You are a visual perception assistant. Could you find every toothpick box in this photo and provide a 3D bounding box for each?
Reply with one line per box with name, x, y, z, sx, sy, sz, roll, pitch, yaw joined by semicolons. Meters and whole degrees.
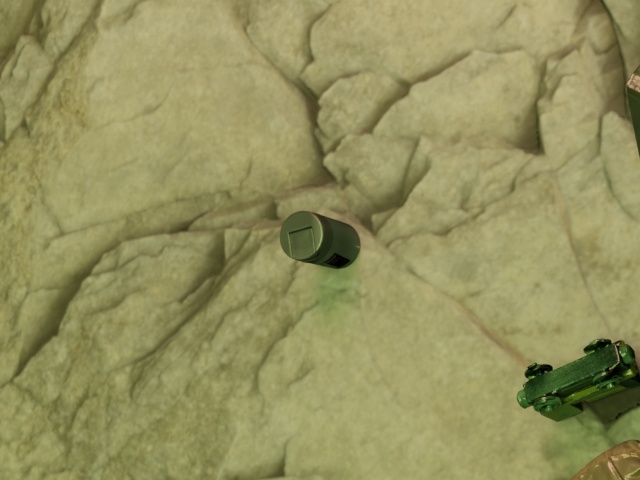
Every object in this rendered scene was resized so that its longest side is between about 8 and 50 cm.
toothpick box;0.000;0.000;1.966;0.052;0.083;0.052;-5;81;28

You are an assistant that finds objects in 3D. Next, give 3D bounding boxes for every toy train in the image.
toy train;0.247;0.133;1.812;0.122;0.081;0.050;-25;63;22

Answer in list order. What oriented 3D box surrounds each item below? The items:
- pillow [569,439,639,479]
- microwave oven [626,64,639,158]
pillow;0.316;0.313;1.755;0.173;0.067;0.270;-50;63;20
microwave oven;0.397;-0.103;1.718;0.205;0.163;0.129;32;75;28
